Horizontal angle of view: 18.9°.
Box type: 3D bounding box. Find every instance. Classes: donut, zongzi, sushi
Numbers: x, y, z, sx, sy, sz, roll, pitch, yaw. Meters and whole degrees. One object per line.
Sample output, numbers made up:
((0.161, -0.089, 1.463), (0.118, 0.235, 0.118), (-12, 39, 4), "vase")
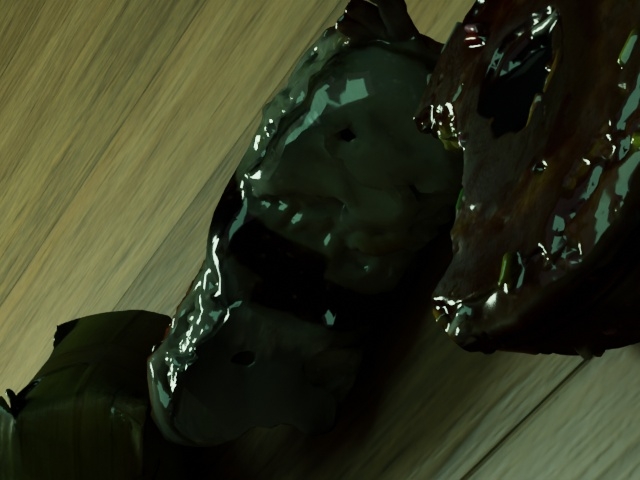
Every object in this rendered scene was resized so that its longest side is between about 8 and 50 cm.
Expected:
((0.131, -0.057, 0.869), (0.216, 0.096, 0.230), (-55, 25, 26), "donut")
((-0.134, 0.209, 1.296), (0.260, 0.123, 0.289), (-77, -20, -77), "zongzi")
((0.000, 0.000, 1.093), (0.332, 0.124, 0.130), (-62, 11, 20), "sushi")
